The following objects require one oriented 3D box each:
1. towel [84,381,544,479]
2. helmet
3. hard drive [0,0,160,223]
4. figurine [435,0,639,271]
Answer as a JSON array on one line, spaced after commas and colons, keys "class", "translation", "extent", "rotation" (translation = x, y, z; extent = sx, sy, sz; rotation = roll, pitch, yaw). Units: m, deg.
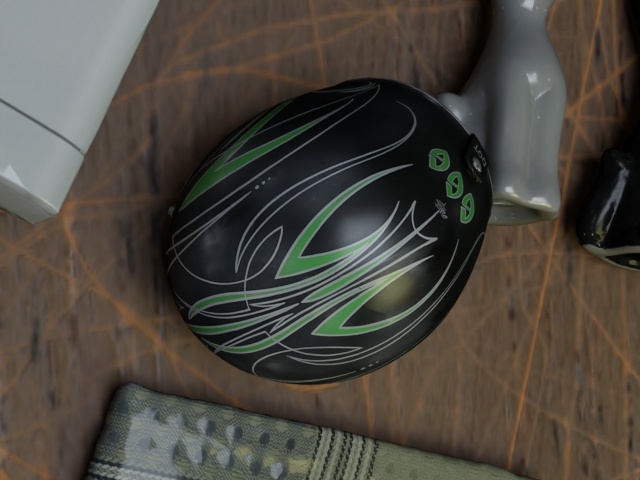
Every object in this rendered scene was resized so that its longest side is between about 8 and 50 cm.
[{"class": "towel", "translation": [-0.017, 0.265, 0.822], "extent": [0.324, 0.056, 0.312], "rotation": [18, 82, -24]}, {"class": "helmet", "translation": [0.000, 0.000, 0.757], "extent": [0.161, 0.169, 0.169], "rotation": [-43, 110, -36]}, {"class": "hard drive", "translation": [-0.161, -0.218, 0.683], "extent": [0.233, 0.047, 0.353], "rotation": [32, 67, -24]}, {"class": "figurine", "translation": [0.171, -0.103, 0.877], "extent": [0.215, 0.092, 0.209], "rotation": [15, 78, -25]}]
